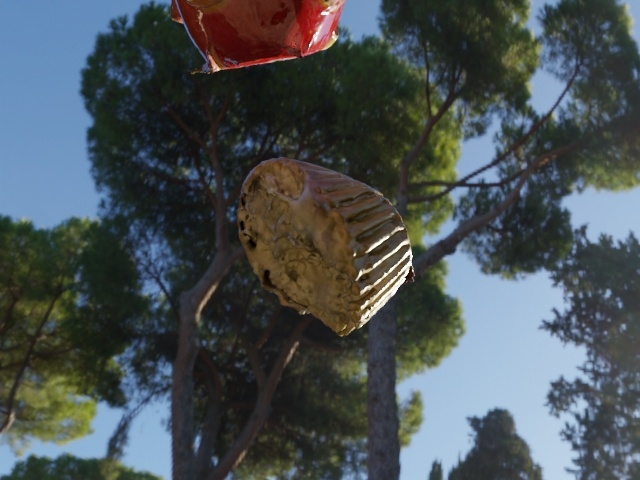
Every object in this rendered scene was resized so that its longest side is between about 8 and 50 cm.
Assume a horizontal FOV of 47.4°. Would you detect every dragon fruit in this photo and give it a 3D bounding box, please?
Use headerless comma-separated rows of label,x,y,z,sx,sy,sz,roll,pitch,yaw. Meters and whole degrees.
dragon fruit,-0.069,-0.297,0.782,0.223,0.224,0.227,1,-76,11

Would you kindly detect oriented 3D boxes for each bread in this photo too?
bread,0.000,0.000,1.025,0.274,0.149,0.274,37,-37,34
